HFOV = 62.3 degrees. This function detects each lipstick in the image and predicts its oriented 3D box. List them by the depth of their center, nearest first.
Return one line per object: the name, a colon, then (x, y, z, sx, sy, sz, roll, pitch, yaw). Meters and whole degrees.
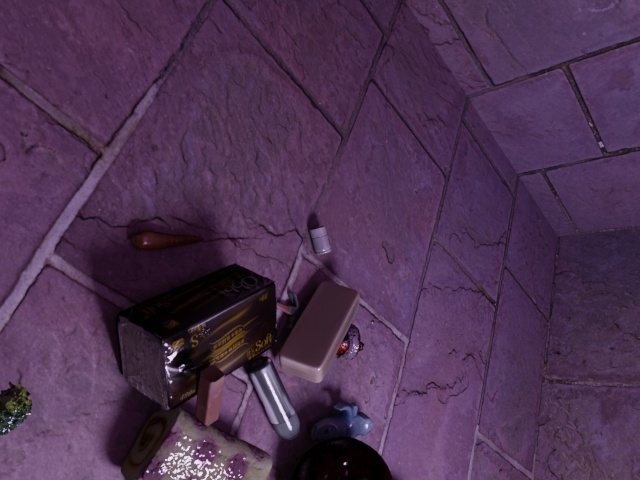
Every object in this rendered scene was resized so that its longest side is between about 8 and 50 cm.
lipstick: (-0.254, 0.356, 1.208, 0.045, 0.045, 0.145, -24, 136, -46)

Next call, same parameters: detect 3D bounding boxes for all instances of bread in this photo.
bread: (-0.286, 0.547, 1.291, 0.338, 0.155, 0.187, 43, 56, -33)

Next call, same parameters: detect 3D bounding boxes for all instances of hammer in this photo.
hammer: (-0.168, 0.177, 1.579, 0.288, 0.033, 0.111, 29, 63, -41)

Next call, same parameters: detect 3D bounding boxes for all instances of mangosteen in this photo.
mangosteen: (0.072, 0.749, 1.543, 0.307, 0.307, 0.346, -52, 135, -39)

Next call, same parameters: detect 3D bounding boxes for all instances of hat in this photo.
hat: (0.025, 0.322, 1.728, 0.228, 0.128, 0.140, 6, 36, -30)

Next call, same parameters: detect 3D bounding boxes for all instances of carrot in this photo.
carrot: (-0.387, -0.001, 1.371, 0.216, 0.048, 0.048, 0, 83, -52)

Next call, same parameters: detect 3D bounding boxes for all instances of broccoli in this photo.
broccoli: (-0.643, 0.278, 0.970, 0.220, 0.194, 0.194, 17, 69, -20)

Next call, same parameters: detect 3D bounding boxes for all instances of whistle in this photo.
whistle: (0.072, 0.603, 1.717, 0.269, 0.093, 0.180, 5, 105, -46)

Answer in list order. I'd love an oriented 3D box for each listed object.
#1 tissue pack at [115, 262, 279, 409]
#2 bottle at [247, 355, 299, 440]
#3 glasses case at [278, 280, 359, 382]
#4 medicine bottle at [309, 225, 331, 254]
tissue pack: (-0.287, 0.217, 1.304, 0.370, 0.198, 0.209, -26, 123, -47)
bottle: (-0.132, 0.456, 1.538, 0.096, 0.080, 0.253, -88, 156, -77)
glasses case: (0.003, 0.274, 1.640, 0.336, 0.144, 0.076, -56, 155, -43)
medicine bottle: (0.000, 0.000, 1.776, 0.057, 0.057, 0.089, -23, 99, -47)
